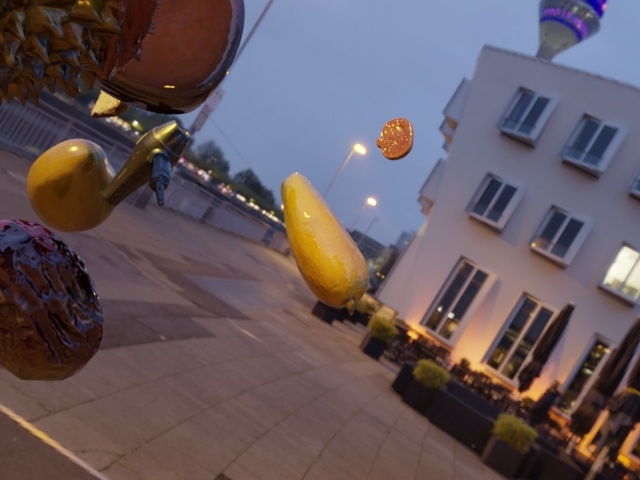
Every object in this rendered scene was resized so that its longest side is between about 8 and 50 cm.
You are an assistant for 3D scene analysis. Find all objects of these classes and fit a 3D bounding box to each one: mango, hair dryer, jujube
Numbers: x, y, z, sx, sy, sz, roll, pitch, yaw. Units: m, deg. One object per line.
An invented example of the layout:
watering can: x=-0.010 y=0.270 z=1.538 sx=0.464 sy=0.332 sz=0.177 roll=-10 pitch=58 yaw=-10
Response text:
mango: x=0.000 y=0.000 z=1.156 sx=0.316 sy=0.119 sz=0.176 roll=66 pitch=11 yaw=19
hair dryer: x=-0.355 y=-0.125 z=1.233 sx=0.091 sy=0.235 sz=0.271 roll=45 pitch=6 yaw=-29
mango: x=-0.588 y=-0.131 z=1.455 sx=0.173 sy=0.211 sz=0.317 roll=57 pitch=-26 yaw=11
jujube: x=-0.575 y=0.121 z=1.207 sx=0.258 sy=0.258 sz=0.376 roll=31 pitch=-40 yaw=38

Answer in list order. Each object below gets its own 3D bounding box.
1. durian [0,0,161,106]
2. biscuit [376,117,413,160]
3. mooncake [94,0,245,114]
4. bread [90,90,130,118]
durian: x=-0.298 y=-0.262 z=0.502 sx=0.348 sy=0.384 sz=0.347 roll=29 pitch=-28 yaw=17
biscuit: x=0.146 y=-0.197 z=1.192 sx=0.078 sy=0.091 sz=0.015 roll=-8 pitch=-25 yaw=32
mooncake: x=-0.299 y=-0.388 z=1.096 sx=0.174 sy=0.334 sz=0.325 roll=14 pitch=-55 yaw=67
bread: x=-0.443 y=-0.319 z=1.329 sx=0.126 sy=0.129 sz=0.044 roll=-5 pitch=-24 yaw=38
